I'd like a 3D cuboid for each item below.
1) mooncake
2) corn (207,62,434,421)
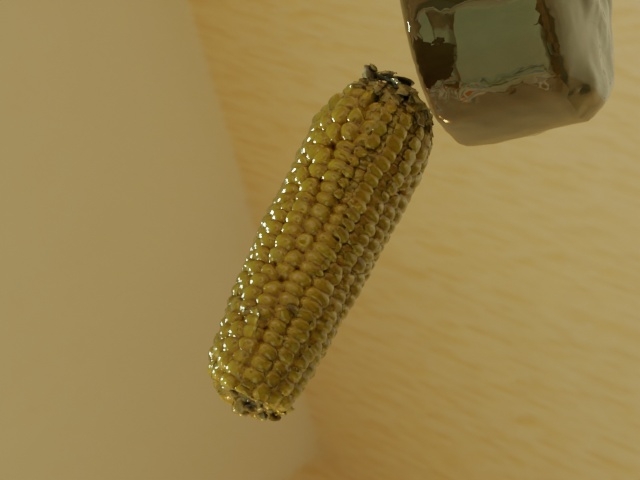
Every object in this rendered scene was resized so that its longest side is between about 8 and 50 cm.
[{"bbox_3d":[0.175,-0.235,1.645,0.284,0.155,0.284,-11,-90,-69],"label":"mooncake"},{"bbox_3d":[0.000,0.000,1.494,0.115,0.115,0.318,45,-113,-44],"label":"corn"}]
